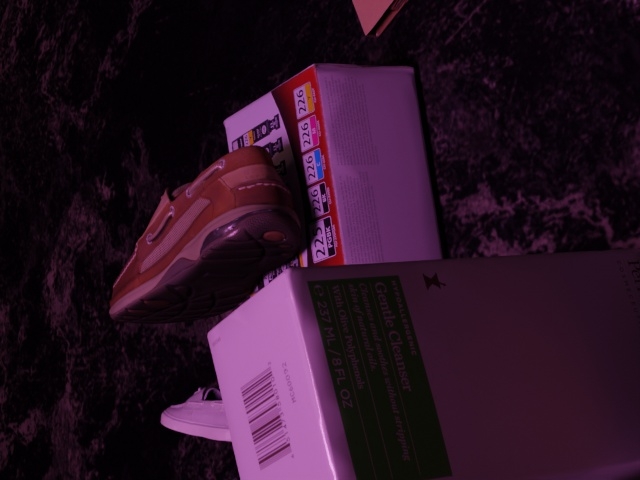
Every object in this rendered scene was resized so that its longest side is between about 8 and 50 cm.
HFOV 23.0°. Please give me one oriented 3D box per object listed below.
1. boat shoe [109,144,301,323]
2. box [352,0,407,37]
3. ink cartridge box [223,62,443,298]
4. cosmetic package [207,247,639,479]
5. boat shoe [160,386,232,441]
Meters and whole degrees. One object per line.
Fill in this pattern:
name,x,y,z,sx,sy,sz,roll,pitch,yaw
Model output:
boat shoe,-0.124,-0.001,1.668,0.324,0.123,0.119,-33,59,49
box,0.062,-0.343,1.672,0.164,0.021,0.201,-49,52,47
ink cartridge box,0.000,0.000,1.684,0.272,0.130,0.309,-25,71,57
cosmetic package,0.113,0.125,1.293,0.155,0.366,0.196,-40,61,53
boat shoe,-0.139,0.216,1.975,0.184,0.066,0.063,-1,77,60
